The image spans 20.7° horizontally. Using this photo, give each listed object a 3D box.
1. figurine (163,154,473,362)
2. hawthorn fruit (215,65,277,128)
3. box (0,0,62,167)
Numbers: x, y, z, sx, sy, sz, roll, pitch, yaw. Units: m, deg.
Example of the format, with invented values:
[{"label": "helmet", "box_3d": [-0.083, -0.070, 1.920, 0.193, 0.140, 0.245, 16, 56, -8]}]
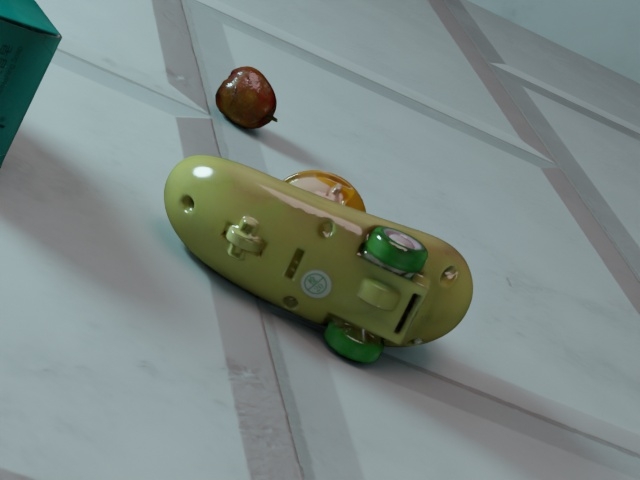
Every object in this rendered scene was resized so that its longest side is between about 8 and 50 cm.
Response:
[{"label": "figurine", "box_3d": [0.000, 0.000, 1.735, 0.324, 0.124, 0.222, 24, 19, -2]}, {"label": "hawthorn fruit", "box_3d": [-0.089, -0.173, 2.141, 0.077, 0.077, 0.077, 26, 19, -9]}, {"label": "box", "box_3d": [-0.352, -0.192, 1.672, 0.092, 0.153, 0.245, 14, 22, -37]}]
